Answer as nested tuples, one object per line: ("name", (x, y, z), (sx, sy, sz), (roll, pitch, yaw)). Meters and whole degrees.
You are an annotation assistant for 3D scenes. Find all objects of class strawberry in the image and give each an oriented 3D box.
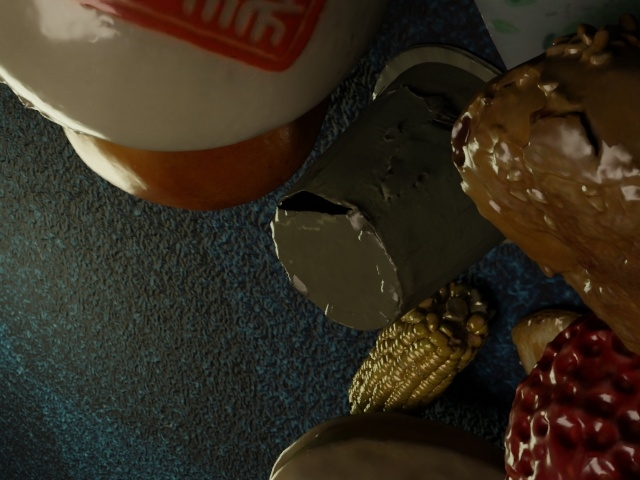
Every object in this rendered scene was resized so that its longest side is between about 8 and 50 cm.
("strawberry", (0.269, 0.204, 1.071), (0.292, 0.310, 0.291), (22, 135, 24))

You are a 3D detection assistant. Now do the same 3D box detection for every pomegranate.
("pomegranate", (-0.123, -0.159, 1.239), (0.264, 0.264, 0.264), (31, 144, 26))

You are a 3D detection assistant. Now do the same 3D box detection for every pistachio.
("pistachio", (0.121, 0.374, 1.458), (0.445, 0.281, 0.365), (39, 116, -10))

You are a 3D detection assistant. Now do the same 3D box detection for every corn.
("corn", (0.094, 0.131, 1.427), (0.101, 0.101, 0.291), (44, 151, 7))

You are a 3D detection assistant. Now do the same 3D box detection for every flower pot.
("flower pot", (0.073, -0.039, 1.177), (0.212, 0.202, 0.212), (29, 139, 29))

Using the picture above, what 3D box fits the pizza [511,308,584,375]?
("pizza", (0.284, 0.179, 1.298), (0.181, 0.034, 0.262), (10, 128, 45))

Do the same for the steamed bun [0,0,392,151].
("steamed bun", (-0.109, -0.254, 0.990), (0.374, 0.374, 0.241), (52, 173, -5))

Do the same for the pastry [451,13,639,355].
("pastry", (0.241, -0.028, 0.897), (0.311, 0.162, 0.255), (40, 167, -14))

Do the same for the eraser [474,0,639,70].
("eraser", (0.227, -0.171, 0.958), (0.227, 0.081, 0.174), (2, 128, 48))
